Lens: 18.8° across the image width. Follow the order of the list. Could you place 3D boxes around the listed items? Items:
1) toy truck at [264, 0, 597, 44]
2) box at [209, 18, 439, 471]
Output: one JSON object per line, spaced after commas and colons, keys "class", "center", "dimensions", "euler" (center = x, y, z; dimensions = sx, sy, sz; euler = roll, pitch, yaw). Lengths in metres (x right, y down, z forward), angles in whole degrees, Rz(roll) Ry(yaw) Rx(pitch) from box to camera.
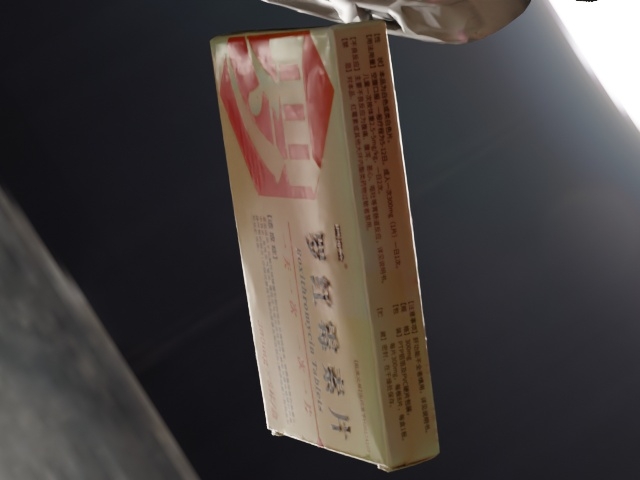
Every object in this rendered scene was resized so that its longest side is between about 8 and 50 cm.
{"class": "toy truck", "center": [0.064, -0.235, 0.521], "dimensions": [0.176, 0.363, 0.178], "euler": [22, -15, 42]}
{"class": "box", "center": [0.000, 0.000, 0.416], "dimensions": [0.058, 0.015, 0.093], "euler": [5, -74, 61]}
